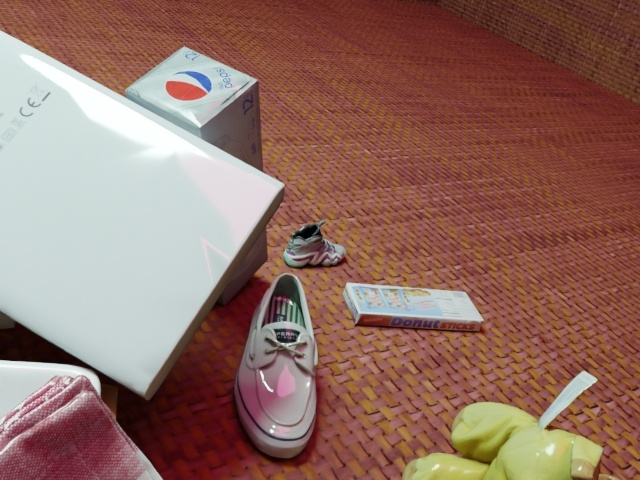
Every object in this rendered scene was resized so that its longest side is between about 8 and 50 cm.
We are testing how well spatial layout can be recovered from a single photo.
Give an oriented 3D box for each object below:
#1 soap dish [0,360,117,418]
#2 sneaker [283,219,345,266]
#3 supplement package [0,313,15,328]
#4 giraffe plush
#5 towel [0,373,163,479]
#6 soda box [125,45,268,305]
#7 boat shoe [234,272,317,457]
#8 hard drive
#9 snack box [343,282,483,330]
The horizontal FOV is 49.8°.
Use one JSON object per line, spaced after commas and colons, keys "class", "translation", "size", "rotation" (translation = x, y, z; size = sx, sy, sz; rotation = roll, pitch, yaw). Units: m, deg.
{"class": "soap dish", "translation": [-0.254, 0.203, 0.429], "size": [0.229, 0.118, 0.290], "rotation": [7, 31, -17]}
{"class": "sneaker", "translation": [0.000, 0.000, 0.945], "size": [0.098, 0.069, 0.038], "rotation": [-8, 38, -36]}
{"class": "supplement package", "translation": [-0.402, -0.029, 0.723], "size": [0.134, 0.139, 0.244], "rotation": [-3, 36, -28]}
{"class": "giraffe plush", "translation": [0.194, 0.236, 0.580], "size": [0.170, 0.210, 0.181], "rotation": [48, 15, -11]}
{"class": "towel", "translation": [-0.089, 0.250, 0.281], "size": [0.329, 0.037, 0.237], "rotation": [55, 45, -12]}
{"class": "soda box", "translation": [-0.124, -0.057, 0.755], "size": [0.098, 0.286, 0.091], "rotation": [29, 55, 19]}
{"class": "boat shoe", "translation": [-0.046, 0.117, 0.720], "size": [0.083, 0.075, 0.226], "rotation": [8, 31, -14]}
{"class": "hard drive", "translation": [-0.221, -0.037, 0.587], "size": [0.319, 0.040, 0.210], "rotation": [29, 68, 7]}
{"class": "snack box", "translation": [0.122, 0.088, 0.906], "size": [0.178, 0.022, 0.064], "rotation": [6, 32, -18]}
